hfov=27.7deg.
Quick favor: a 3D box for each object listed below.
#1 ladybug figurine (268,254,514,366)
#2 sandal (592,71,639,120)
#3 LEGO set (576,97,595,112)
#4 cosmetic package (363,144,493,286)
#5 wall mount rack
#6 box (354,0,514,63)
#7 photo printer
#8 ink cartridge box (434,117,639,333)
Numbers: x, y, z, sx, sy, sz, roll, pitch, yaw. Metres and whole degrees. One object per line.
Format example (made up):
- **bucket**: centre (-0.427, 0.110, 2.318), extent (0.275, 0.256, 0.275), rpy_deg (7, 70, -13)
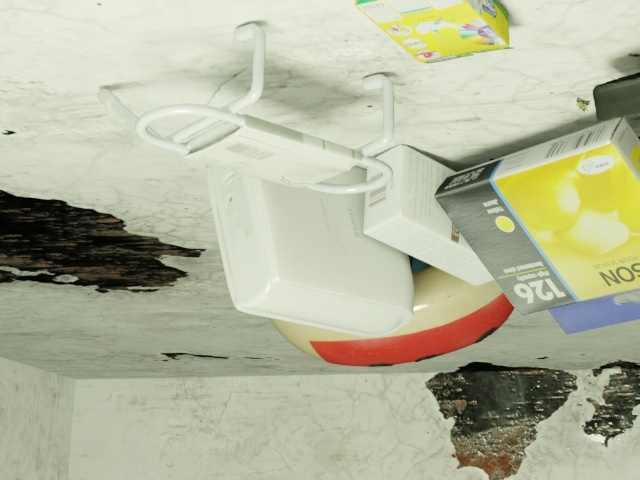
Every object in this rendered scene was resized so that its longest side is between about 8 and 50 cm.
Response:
- **ladybug figurine**: centre (0.130, 0.092, 2.069), extent (0.449, 0.162, 0.305), rpy_deg (-10, -158, 25)
- **sandal**: centre (0.486, -0.152, 1.312), extent (0.167, 0.107, 0.445), rpy_deg (-20, -172, -39)
- **LEGO set**: centre (0.350, -0.161, 1.565), extent (0.054, 0.023, 0.083), rpy_deg (15, 161, -41)
- **cosmetic package**: centre (0.171, -0.032, 1.822), extent (0.231, 0.117, 0.085), rpy_deg (22, 149, -33)
- **wall mount rack**: centre (-0.091, -0.138, 1.530), extent (0.350, 0.130, 0.304), rpy_deg (15, 157, -41)
- **box**: centre (0.120, -0.227, 1.304), extent (0.105, 0.043, 0.179), rpy_deg (-6, 161, 27)
- **photo printer**: centre (0.000, 0.000, 1.790), extent (0.307, 0.256, 0.107), rpy_deg (16, 140, -42)
- **ink cartridge box**: centre (0.346, 0.007, 1.698), extent (0.303, 0.072, 0.307), rpy_deg (-19, 115, 47)
